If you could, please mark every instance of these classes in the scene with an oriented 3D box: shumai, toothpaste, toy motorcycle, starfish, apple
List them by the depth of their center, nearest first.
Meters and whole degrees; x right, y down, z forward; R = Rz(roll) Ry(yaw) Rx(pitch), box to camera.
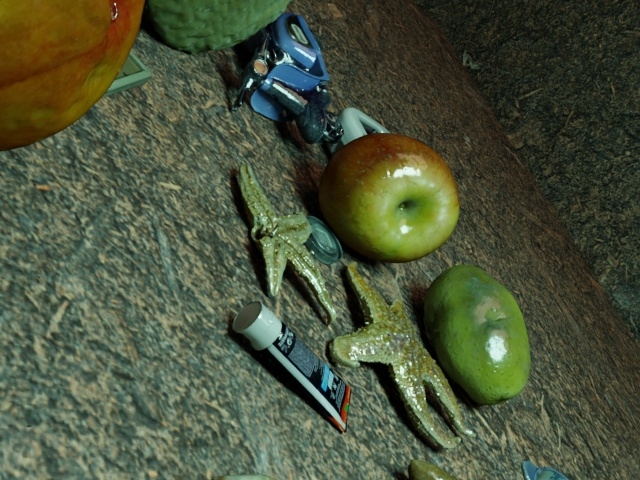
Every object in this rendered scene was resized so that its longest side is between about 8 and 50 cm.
[{"bbox_3d":[-0.025,0.151,0.964,0.193,0.045,0.071,46,32,-27],"label":"toothpaste"},{"bbox_3d":[-0.047,-0.006,1.137,0.138,0.050,0.247,30,34,-44],"label":"starfish"},{"bbox_3d":[0.118,0.154,1.190,0.299,0.060,0.302,31,30,-33],"label":"starfish"},{"bbox_3d":[-0.186,-0.494,1.248,0.288,0.330,0.292,61,15,24],"label":"shumai"},{"bbox_3d":[0.109,-0.071,1.327,0.235,0.210,0.173,47,0,-30],"label":"apple"},{"bbox_3d":[-0.079,-0.307,1.433,0.213,0.125,0.358,18,37,-39],"label":"toy motorcycle"}]

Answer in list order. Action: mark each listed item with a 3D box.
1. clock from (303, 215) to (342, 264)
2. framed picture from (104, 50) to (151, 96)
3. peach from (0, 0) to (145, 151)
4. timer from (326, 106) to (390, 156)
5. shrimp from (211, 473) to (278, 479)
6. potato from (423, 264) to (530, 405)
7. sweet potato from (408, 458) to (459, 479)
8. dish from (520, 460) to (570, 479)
[{"bbox_3d":[0.000,0.000,1.248,0.085,0.017,0.085,40,26,-24],"label":"clock"},{"bbox_3d":[-0.355,-0.261,0.984,0.240,0.020,0.324,48,24,-7],"label":"framed picture"},{"bbox_3d":[-0.293,-0.233,0.640,0.302,0.342,0.343,30,23,5],"label":"peach"},{"bbox_3d":[0.117,-0.127,1.554,0.237,0.087,0.262,21,37,-50],"label":"timer"},{"bbox_3d":[-0.032,0.343,0.637,0.247,0.085,0.360,21,34,-35],"label":"shrimp"},{"bbox_3d":[0.257,0.154,1.342,0.169,0.143,0.248,-5,55,-17],"label":"potato"},{"bbox_3d":[0.233,0.400,1.000,0.114,0.092,0.341,-21,72,-48],"label":"sweet potato"},{"bbox_3d":[0.324,0.430,1.127,0.228,0.086,0.236,10,47,-55],"label":"dish"}]
